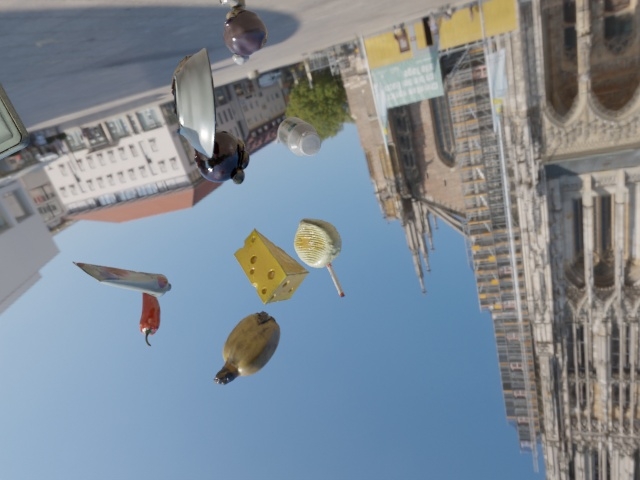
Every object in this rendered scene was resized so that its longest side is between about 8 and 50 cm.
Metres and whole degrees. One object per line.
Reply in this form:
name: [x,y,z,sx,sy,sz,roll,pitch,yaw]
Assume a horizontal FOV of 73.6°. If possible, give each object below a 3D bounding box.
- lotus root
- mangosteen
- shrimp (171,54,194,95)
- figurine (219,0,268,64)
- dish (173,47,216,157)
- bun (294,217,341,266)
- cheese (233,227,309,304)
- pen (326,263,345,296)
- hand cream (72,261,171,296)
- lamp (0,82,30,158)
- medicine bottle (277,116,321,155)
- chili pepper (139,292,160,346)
lotus root: [-0.276,0.411,1.597,0.182,0.183,0.310,3,-136,39]
mangosteen: [-0.369,-0.314,1.601,0.209,0.210,0.210,-14,-157,6]
shrimp: [-0.575,-0.664,1.802,0.173,0.253,0.058,19,179,28]
figurine: [-0.391,-1.037,1.980,0.206,0.365,0.218,-25,-171,4]
dish: [-0.381,-0.405,1.274,0.106,0.317,0.316,-4,-162,-20]
bun: [0.000,0.000,1.944,0.243,0.244,0.153,4,-166,40]
cheese: [-0.132,0.057,1.022,0.093,0.171,0.126,-51,160,14]
pen: [0.069,0.184,2.203,0.028,0.028,0.239,-20,-117,-8]
hand cream: [-0.594,0.121,1.340,0.124,0.340,0.078,26,-94,27]
lamp: [-0.952,-0.324,1.133,0.269,0.267,0.047,-25,-173,3]
medicine bottle: [-0.083,-0.425,1.771,0.135,0.135,0.215,-23,-145,-16]
chili pepper: [-0.592,0.253,1.487,0.063,0.071,0.272,-48,-141,21]
